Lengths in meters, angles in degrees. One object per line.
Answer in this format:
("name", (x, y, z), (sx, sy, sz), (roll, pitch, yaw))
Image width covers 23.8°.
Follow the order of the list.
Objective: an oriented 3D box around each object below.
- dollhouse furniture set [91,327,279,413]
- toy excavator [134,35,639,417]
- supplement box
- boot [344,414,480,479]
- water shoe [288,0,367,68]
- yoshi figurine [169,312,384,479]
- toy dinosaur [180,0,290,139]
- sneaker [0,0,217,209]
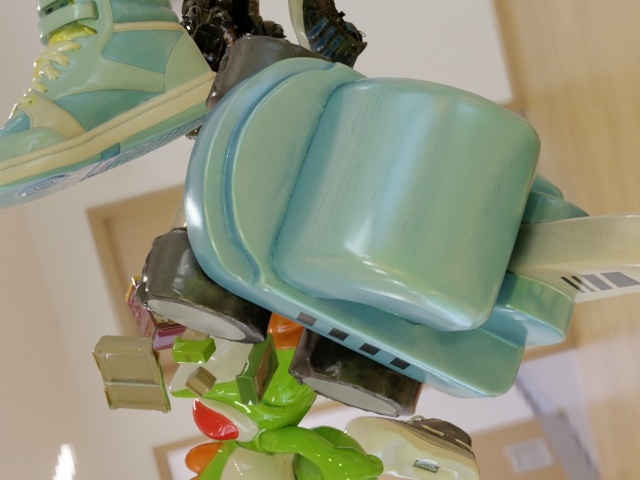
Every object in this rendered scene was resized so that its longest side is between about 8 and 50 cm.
("dollhouse furniture set", (-0.119, 0.106, 1.331), (0.058, 0.151, 0.076), (-66, -29, -50))
("toy excavator", (0.138, 0.010, 1.067), (0.445, 0.433, 0.222), (-11, 55, 63))
("supplement box", (-0.182, 0.081, 1.741), (0.083, 0.055, 0.043), (61, 144, 33))
("boot", (0.112, 0.253, 1.914), (0.069, 0.190, 0.086), (-56, 19, 24))
("water shoe", (0.016, -0.243, 1.761), (0.073, 0.080, 0.203), (-70, -24, -48))
("yoshi figurine", (-0.021, 0.166, 1.513), (0.203, 0.203, 0.362), (-55, -25, -55))
("toy dinosaur", (-0.130, -0.265, 1.895), (0.218, 0.164, 0.322), (-111, 13, -52))
("sneaker", (-0.263, -0.163, 1.493), (0.127, 0.319, 0.208), (-25, 91, 56))
